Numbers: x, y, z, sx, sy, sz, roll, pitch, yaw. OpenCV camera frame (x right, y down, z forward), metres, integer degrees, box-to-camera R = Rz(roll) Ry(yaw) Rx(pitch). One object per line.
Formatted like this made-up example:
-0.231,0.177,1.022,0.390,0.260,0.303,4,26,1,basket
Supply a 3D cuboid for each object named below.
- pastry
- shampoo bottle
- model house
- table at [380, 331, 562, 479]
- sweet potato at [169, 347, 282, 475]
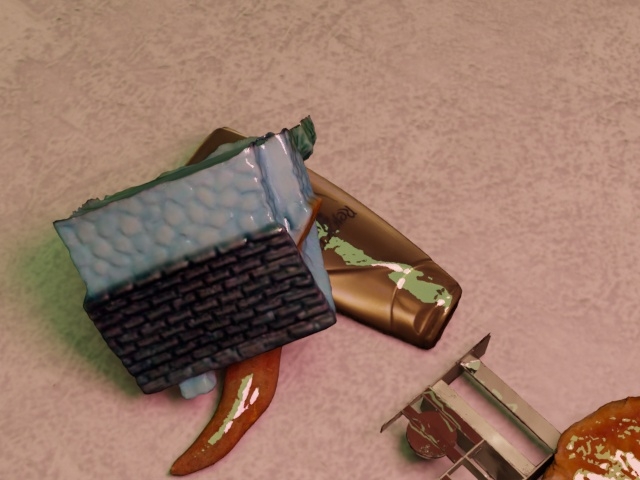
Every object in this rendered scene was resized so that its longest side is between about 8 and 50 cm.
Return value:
0.338,0.277,1.473,0.218,0.100,0.229,-40,71,-13,pastry
0.000,0.000,1.638,0.350,0.084,0.125,34,71,15,shampoo bottle
-0.098,0.024,1.525,0.261,0.226,0.241,-20,94,13,model house
0.172,0.208,1.537,0.175,0.062,0.146,-38,68,-23,table
-0.084,0.149,1.564,0.078,0.058,0.255,10,61,22,sweet potato
